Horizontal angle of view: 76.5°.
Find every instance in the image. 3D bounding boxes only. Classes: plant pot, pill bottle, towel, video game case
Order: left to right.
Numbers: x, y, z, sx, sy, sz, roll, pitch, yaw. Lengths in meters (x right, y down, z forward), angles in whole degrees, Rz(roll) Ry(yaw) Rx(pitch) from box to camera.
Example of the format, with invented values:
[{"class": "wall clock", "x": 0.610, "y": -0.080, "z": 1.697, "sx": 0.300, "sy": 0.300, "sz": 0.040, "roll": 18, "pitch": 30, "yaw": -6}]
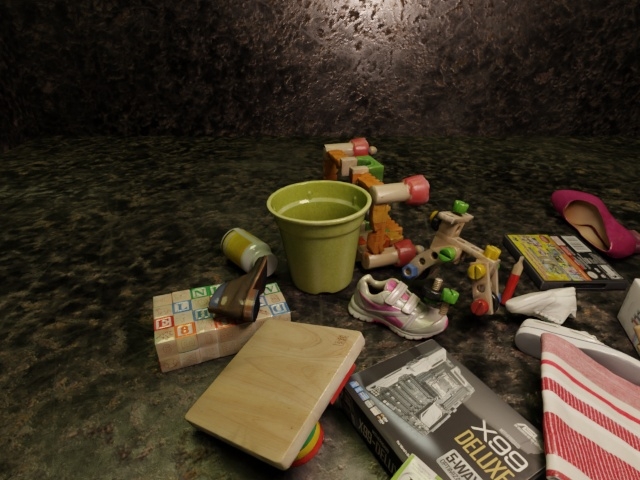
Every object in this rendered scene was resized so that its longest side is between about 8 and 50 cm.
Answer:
[{"class": "pill bottle", "x": -0.213, "y": 0.039, "z": 1.221, "sx": 0.103, "sy": 0.103, "sz": 0.184, "roll": -23, "pitch": 37, "yaw": -35}, {"class": "plant pot", "x": 0.000, "y": 0.000, "z": 1.134, "sx": 0.276, "sy": 0.254, "sz": 0.276, "roll": -1, "pitch": 29, "yaw": 1}, {"class": "video game case", "x": 0.744, "y": 0.061, "z": 1.264, "sx": 0.248, "sy": 0.035, "sz": 0.275, "roll": 0, "pitch": 30, "yaw": -1}, {"class": "towel", "x": 0.495, "y": 0.326, "z": 0.702, "sx": 0.237, "sy": 0.037, "sz": 0.329, "roll": 32, "pitch": 37, "yaw": 8}]

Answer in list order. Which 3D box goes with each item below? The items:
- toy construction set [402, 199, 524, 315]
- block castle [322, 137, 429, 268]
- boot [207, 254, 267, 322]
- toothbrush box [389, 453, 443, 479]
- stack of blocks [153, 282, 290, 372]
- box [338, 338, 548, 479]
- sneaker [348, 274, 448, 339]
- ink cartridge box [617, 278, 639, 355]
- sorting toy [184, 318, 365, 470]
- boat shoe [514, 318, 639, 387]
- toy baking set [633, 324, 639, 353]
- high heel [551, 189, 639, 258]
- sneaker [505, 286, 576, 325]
[{"class": "toy construction set", "x": 0.388, "y": 0.037, "z": 1.022, "sx": 0.308, "sy": 0.237, "sz": 0.257, "roll": 9, "pitch": 17, "yaw": -23}, {"class": "block castle", "x": 0.169, "y": -0.129, "z": 1.324, "sx": 0.212, "sy": 0.303, "sz": 0.453, "roll": -9, "pitch": 32, "yaw": -19}, {"class": "boot", "x": -0.186, "y": 0.100, "z": 0.956, "sx": 0.106, "sy": 0.082, "sz": 0.219, "roll": 5, "pitch": 31, "yaw": 1}, {"class": "toothbrush box", "x": 0.098, "y": 0.431, "z": 0.439, "sx": 0.283, "sy": 0.122, "sz": 0.206, "roll": -39, "pitch": 45, "yaw": -22}, {"class": "stack of blocks", "x": -0.236, "y": 0.186, "z": 0.973, "sx": 0.297, "sy": 0.087, "sz": 0.171, "roll": -10, "pitch": 31, "yaw": -18}, {"class": "box", "x": 0.214, "y": 0.334, "z": 0.728, "sx": 0.242, "sy": 0.077, "sz": 0.307, "roll": -15, "pitch": 33, "yaw": -25}, {"class": "sneaker", "x": 0.188, "y": 0.158, "z": 1.005, "sx": 0.252, "sy": 0.111, "sz": 0.103, "roll": 13, "pitch": 32, "yaw": 21}, {"class": "ink cartridge box", "x": 0.804, "y": 0.194, "z": 0.933, "sx": 0.128, "sy": 0.127, "sz": 0.176, "roll": 7, "pitch": 31, "yaw": 11}, {"class": "sorting toy", "x": -0.070, "y": 0.276, "z": 0.747, "sx": 0.257, "sy": 0.089, "sz": 0.255, "roll": -2, "pitch": 34, "yaw": 41}, {"class": "boat shoe", "x": 0.572, "y": 0.236, "z": 0.891, "sx": 0.258, "sy": 0.095, "sz": 0.084, "roll": 21, "pitch": 40, "yaw": 30}, {"class": "toy baking set", "x": 0.744, "y": 0.202, "z": 0.825, "sx": 0.196, "sy": 0.256, "sz": 0.030, "roll": -26, "pitch": -4, "yaw": 2}, {"class": "high heel", "x": 0.913, "y": -0.076, "z": 1.403, "sx": 0.181, "sy": 0.127, "sz": 0.377, "roll": -1, "pitch": 31, "yaw": -24}, {"class": "sneaker", "x": 0.561, "y": 0.173, "z": 1.011, "sx": 0.212, "sy": 0.094, "sz": 0.080, "roll": -5, "pitch": -9, "yaw": -19}]
